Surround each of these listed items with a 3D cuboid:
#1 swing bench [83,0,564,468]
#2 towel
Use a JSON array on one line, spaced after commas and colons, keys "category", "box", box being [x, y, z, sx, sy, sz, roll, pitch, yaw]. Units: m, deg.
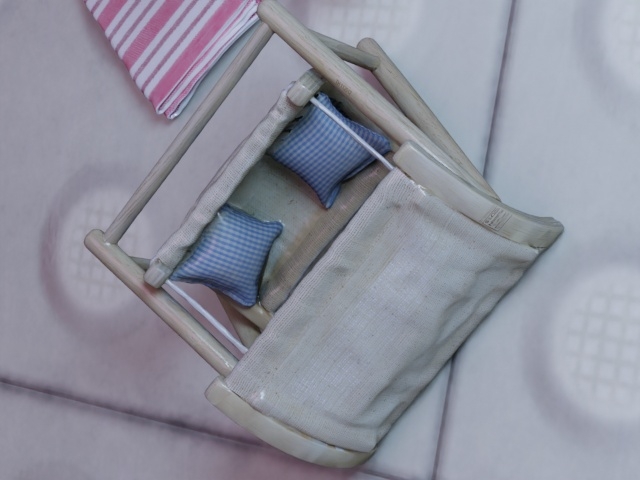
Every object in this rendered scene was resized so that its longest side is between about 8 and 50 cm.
[{"category": "swing bench", "box": [0.000, 0.000, 1.369, 0.253, 0.165, 0.255, -52, 59, 18]}, {"category": "towel", "box": [-0.137, -0.222, 1.584, 0.144, 0.029, 0.197, -47, 58, 22]}]
